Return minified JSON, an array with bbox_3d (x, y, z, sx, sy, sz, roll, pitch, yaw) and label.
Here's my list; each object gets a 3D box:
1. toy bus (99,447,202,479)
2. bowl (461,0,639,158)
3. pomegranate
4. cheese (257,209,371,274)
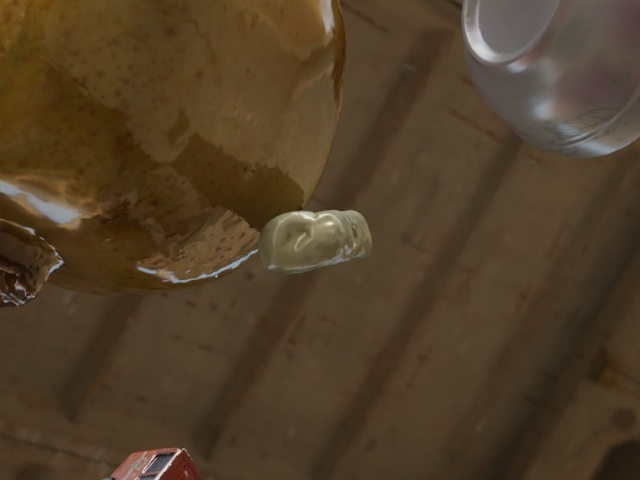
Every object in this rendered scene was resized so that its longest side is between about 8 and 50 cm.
[{"bbox_3d":[-0.203,0.286,1.491,0.073,0.096,0.235,64,-148,-16],"label":"toy bus"},{"bbox_3d":[0.252,-0.239,1.634,0.143,0.287,0.287,14,-80,-33],"label":"bowl"},{"bbox_3d":[-0.180,-0.135,1.150,0.416,0.416,0.417,-18,-60,-34],"label":"pomegranate"},{"bbox_3d":[0.000,0.000,1.116,0.194,0.065,0.043,-1,-93,-83],"label":"cheese"}]
